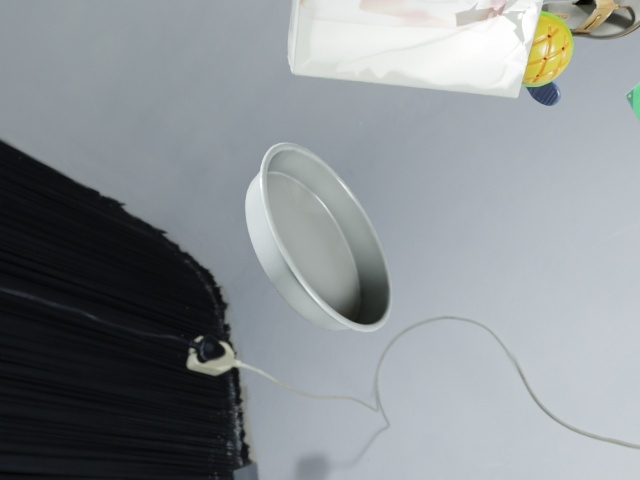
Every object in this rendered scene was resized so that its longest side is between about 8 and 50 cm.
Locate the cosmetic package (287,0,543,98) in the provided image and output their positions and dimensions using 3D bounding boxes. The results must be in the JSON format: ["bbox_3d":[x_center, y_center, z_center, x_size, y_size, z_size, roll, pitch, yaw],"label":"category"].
[{"bbox_3d":[0.110,-0.279,0.700,0.153,0.297,0.129,-105,21,-63],"label":"cosmetic package"}]

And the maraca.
[{"bbox_3d":[0.374,-0.355,0.958,0.127,0.186,0.099,-51,25,25],"label":"maraca"}]

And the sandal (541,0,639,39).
[{"bbox_3d":[0.516,-0.442,1.022,0.219,0.060,0.089,16,94,32],"label":"sandal"}]

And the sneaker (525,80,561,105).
[{"bbox_3d":[0.455,-0.342,1.115,0.144,0.059,0.053,52,139,19],"label":"sneaker"}]

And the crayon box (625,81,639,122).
[{"bbox_3d":[0.778,-0.234,1.055,0.202,0.081,0.318,126,137,-55],"label":"crayon box"}]

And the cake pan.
[{"bbox_3d":[0.000,0.000,0.754,0.054,0.293,0.293,-29,50,27],"label":"cake pan"}]
